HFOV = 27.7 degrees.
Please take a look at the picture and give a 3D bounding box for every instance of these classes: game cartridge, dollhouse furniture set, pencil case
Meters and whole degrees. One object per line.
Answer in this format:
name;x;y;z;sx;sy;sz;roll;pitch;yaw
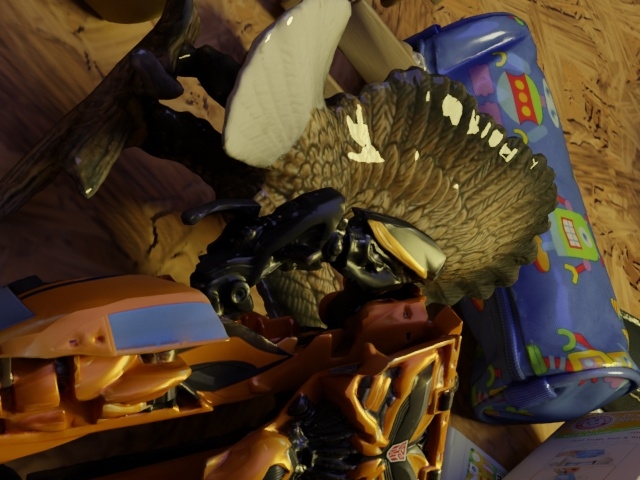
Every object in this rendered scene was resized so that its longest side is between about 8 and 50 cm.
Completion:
game cartridge;0.105;0.168;0.871;0.083;0.017;0.056;40;46;-25
dollhouse furniture set;0.042;-0.132;0.903;0.123;0.144;0.151;47;25;-24
pencil case;0.128;-0.020;0.929;0.133;0.119;0.306;8;62;-52

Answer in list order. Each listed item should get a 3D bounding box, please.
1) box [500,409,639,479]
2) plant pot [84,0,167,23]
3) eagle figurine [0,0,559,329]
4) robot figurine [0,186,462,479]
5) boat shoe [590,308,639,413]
box;0.186;0.196;0.854;0.203;0.103;0.114;-25;103;-53
plant pot;-0.113;-0.178;0.781;0.081;0.083;0.081;42;41;-24
eagle figurine;-0.001;-0.003;0.720;0.298;0.226;0.225;43;20;-14
robot figurine;-0.057;0.090;0.556;0.291;0.085;0.211;-9;117;-27
boat shoe;0.299;0.126;1.058;0.302;0.091;0.114;35;44;-30
